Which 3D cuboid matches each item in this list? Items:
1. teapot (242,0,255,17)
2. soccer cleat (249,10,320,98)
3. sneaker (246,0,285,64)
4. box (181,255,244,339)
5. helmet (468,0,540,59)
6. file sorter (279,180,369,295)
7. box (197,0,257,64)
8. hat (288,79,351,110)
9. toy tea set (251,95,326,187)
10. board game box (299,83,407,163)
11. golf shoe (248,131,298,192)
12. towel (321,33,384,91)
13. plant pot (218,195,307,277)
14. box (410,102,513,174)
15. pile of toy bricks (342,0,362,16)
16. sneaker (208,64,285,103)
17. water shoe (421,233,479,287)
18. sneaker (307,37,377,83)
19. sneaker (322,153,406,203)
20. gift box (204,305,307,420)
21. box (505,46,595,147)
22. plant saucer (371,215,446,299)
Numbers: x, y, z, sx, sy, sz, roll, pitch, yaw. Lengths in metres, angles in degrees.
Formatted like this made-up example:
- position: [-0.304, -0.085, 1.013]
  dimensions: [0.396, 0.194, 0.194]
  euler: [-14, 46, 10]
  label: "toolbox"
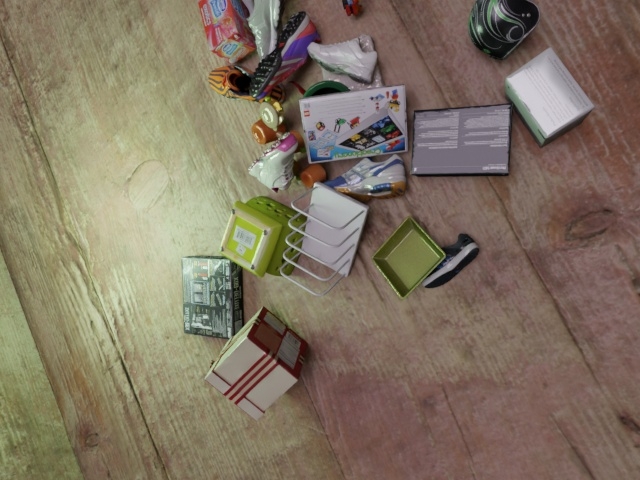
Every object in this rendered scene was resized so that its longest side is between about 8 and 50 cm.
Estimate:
- position: [-0.159, -0.890, 1.362]
  dimensions: [0.255, 0.187, 0.253]
  euler: [2, 68, 43]
  label: "teapot"
- position: [-0.109, -0.568, 1.339]
  dimensions: [0.108, 0.116, 0.318]
  euler: [23, 80, 46]
  label: "soccer cleat"
- position: [-0.185, -0.697, 1.376]
  dimensions: [0.115, 0.105, 0.281]
  euler: [16, 132, 1]
  label: "sneaker"
- position: [-0.418, 0.216, 1.619]
  dimensions: [0.242, 0.076, 0.308]
  euler: [0, 94, 25]
  label: "box"
- position: [0.471, -0.582, 1.097]
  dimensions: [0.161, 0.169, 0.169]
  euler: [43, 111, -1]
  label: "helmet"
- position: [0.000, 0.000, 1.303]
  dimensions: [0.192, 0.173, 0.278]
  euler: [29, 129, 20]
  label: "file sorter"
- position: [-0.327, -0.772, 1.459]
  dimensions: [0.128, 0.122, 0.257]
  euler: [-20, 78, 23]
  label: "box"
- position: [0.021, -0.455, 1.344]
  dimensions: [0.173, 0.184, 0.208]
  euler: [-34, 119, 23]
  label: "hat"
- position: [-0.092, -0.320, 1.411]
  dimensions: [0.336, 0.124, 0.200]
  euler: [57, 149, -8]
  label: "toy tea set"
- position: [0.102, -0.346, 1.256]
  dimensions: [0.305, 0.053, 0.193]
  euler: [-6, 116, 5]
  label: "board game box"
- position: [-0.123, -0.239, 1.323]
  dimensions: [0.140, 0.115, 0.306]
  euler: [48, 158, -11]
  label: "golf shoe"
- position: [0.110, -0.491, 1.335]
  dimensions: [0.187, 0.049, 0.283]
  euler: [-16, 87, 26]
  label: "towel"
- position: [-0.201, -0.012, 1.430]
  dimensions: [0.228, 0.207, 0.227]
  euler: [28, 106, 21]
  label: "plant pot"
- position: [0.397, -0.275, 1.187]
  dimensions: [0.261, 0.103, 0.185]
  euler: [4, 93, 24]
  label: "box"
- position: [0.115, -0.802, 1.292]
  dimensions: [0.105, 0.118, 0.212]
  euler: [-12, 71, -2]
  label: "pile of toy bricks"
- position: [-0.290, -0.553, 1.443]
  dimensions: [0.321, 0.180, 0.125]
  euler: [19, 101, 23]
  label: "sneaker"
- position: [0.378, 0.064, 1.253]
  dimensions: [0.203, 0.072, 0.080]
  euler: [-43, 49, 23]
  label: "water shoe"
- position: [0.073, -0.569, 1.283]
  dimensions: [0.232, 0.090, 0.115]
  euler: [27, 97, 11]
  label: "sneaker"
- position: [0.130, -0.194, 1.333]
  dimensions: [0.296, 0.112, 0.131]
  euler: [-4, 71, 26]
  label: "sneaker"
- position: [-0.207, 0.419, 1.443]
  dimensions: [0.255, 0.276, 0.258]
  euler: [43, 106, -2]
  label: "gift box"
- position: [0.567, -0.350, 1.059]
  dimensions: [0.119, 0.182, 0.181]
  euler: [-33, 80, 21]
  label: "box"
- position: [0.271, 0.054, 1.275]
  dimensions: [0.188, 0.045, 0.188]
  euler: [-50, 49, 19]
  label: "plant saucer"
